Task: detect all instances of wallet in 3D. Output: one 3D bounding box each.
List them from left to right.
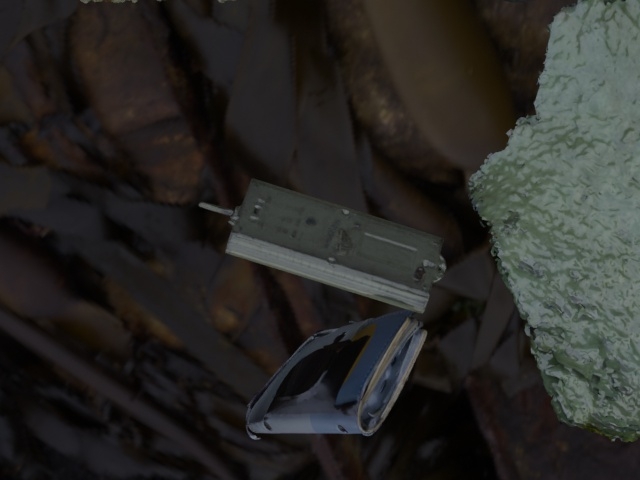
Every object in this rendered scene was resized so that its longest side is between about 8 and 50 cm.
[{"bbox_3d":[0.015,0.152,1.500,0.069,0.170,0.231,48,148,-20],"label":"wallet"}]

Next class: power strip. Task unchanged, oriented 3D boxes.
[{"bbox_3d":[0.000,0.000,1.376,0.268,0.092,0.034,17,145,0],"label":"power strip"}]

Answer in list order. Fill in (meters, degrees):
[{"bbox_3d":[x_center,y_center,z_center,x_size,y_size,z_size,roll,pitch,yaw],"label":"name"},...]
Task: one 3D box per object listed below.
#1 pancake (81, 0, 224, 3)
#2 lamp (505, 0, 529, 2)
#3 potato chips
[{"bbox_3d":[-0.140,-0.237,0.808,0.266,0.057,0.244,42,153,-3],"label":"pancake"},{"bbox_3d":[0.299,-0.447,1.703,0.182,0.182,0.314,44,79,-10],"label":"lamp"},{"bbox_3d":[0.152,-0.017,0.671,0.167,0.059,0.228,22,85,21],"label":"potato chips"}]
